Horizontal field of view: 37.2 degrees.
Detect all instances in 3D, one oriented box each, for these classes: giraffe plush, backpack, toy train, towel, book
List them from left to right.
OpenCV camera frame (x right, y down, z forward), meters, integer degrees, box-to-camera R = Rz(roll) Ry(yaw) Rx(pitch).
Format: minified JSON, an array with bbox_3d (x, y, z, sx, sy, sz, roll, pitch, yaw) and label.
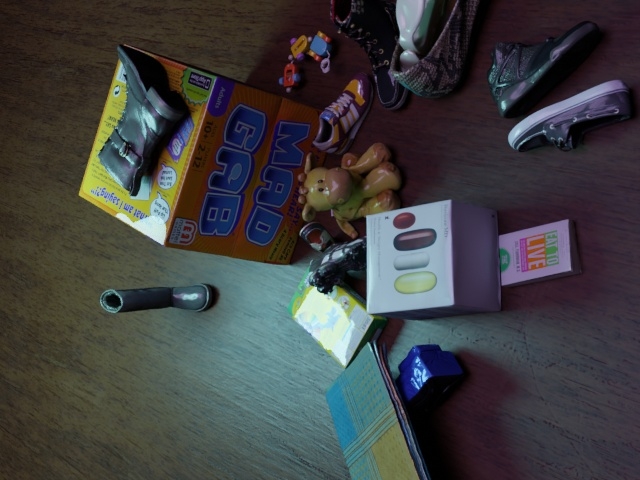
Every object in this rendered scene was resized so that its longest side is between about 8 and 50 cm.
[{"bbox_3d":[-0.023,-0.401,2.137,0.166,0.046,0.125,-10,77,45],"label":"toy train"},{"bbox_3d":[0.040,-0.109,1.935,0.210,0.171,0.181,-36,60,34],"label":"giraffe plush"},{"bbox_3d":[0.117,0.407,1.805,0.271,0.040,0.370,-55,48,53],"label":"towel"},{"bbox_3d":[0.195,0.259,1.778,0.120,0.098,0.101,-62,38,34],"label":"backpack"},{"bbox_3d":[0.385,0.024,1.683,0.144,0.035,0.096,-17,67,42],"label":"book"}]

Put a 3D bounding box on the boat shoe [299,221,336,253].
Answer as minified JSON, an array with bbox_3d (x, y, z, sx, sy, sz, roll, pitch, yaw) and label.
[{"bbox_3d":[0.000,0.000,1.983,0.049,0.137,0.043,-38,63,7],"label":"boat shoe"}]

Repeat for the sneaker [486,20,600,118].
[{"bbox_3d":[0.386,-0.336,1.704,0.227,0.087,0.130,-43,62,37],"label":"sneaker"}]

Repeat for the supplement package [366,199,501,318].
[{"bbox_3d":[0.207,0.041,1.765,0.203,0.149,0.194,-11,75,43],"label":"supplement package"}]

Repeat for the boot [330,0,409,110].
[{"bbox_3d":[0.098,-0.392,1.924,0.085,0.179,0.236,-11,74,42],"label":"boot"}]

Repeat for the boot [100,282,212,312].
[{"bbox_3d":[-0.391,0.137,2.275,0.190,0.209,0.076,-11,76,42],"label":"boot"}]

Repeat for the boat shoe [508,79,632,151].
[{"bbox_3d":[0.434,-0.195,1.647,0.229,0.080,0.076,-23,65,31],"label":"boat shoe"}]

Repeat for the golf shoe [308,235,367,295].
[{"bbox_3d":[0.057,0.025,1.943,0.198,0.077,0.094,-28,37,8],"label":"golf shoe"}]

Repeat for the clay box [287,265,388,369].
[{"bbox_3d":[0.030,0.155,1.979,0.222,0.053,0.127,41,109,41],"label":"clay box"}]

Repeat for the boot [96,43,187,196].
[{"bbox_3d":[-0.393,-0.248,1.933,0.229,0.091,0.263,-51,55,24],"label":"boot"}]

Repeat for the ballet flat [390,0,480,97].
[{"bbox_3d":[0.240,-0.516,1.809,0.164,0.182,0.482,20,96,45],"label":"ballet flat"}]

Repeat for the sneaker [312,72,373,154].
[{"bbox_3d":[0.047,-0.273,2.017,0.070,0.084,0.185,30,104,42],"label":"sneaker"}]

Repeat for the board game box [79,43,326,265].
[{"bbox_3d":[-0.250,-0.186,2.095,0.357,0.356,0.356,27,101,43],"label":"board game box"}]
